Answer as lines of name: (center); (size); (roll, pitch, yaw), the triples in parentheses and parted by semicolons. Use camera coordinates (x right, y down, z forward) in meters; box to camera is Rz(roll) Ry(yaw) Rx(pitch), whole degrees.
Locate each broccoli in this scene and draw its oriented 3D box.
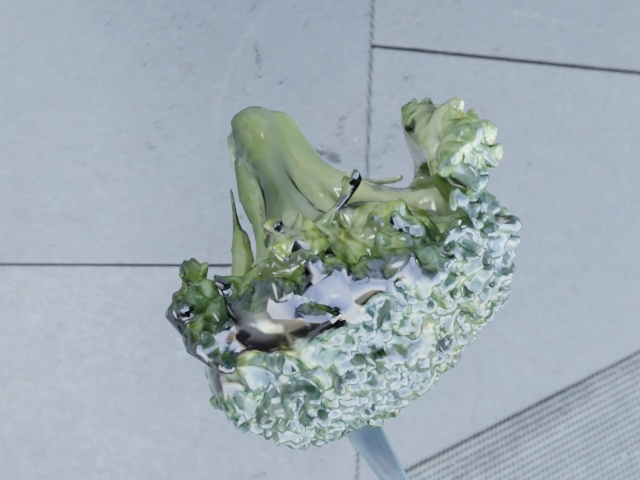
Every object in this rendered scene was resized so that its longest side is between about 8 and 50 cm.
broccoli: (0.000, 0.000, 0.695); (0.247, 0.243, 0.263); (-2, 136, -36)

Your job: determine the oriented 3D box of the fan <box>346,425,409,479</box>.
fan: (0.031, 0.153, 0.786); (0.057, 0.023, 0.282); (-27, 67, -12)
